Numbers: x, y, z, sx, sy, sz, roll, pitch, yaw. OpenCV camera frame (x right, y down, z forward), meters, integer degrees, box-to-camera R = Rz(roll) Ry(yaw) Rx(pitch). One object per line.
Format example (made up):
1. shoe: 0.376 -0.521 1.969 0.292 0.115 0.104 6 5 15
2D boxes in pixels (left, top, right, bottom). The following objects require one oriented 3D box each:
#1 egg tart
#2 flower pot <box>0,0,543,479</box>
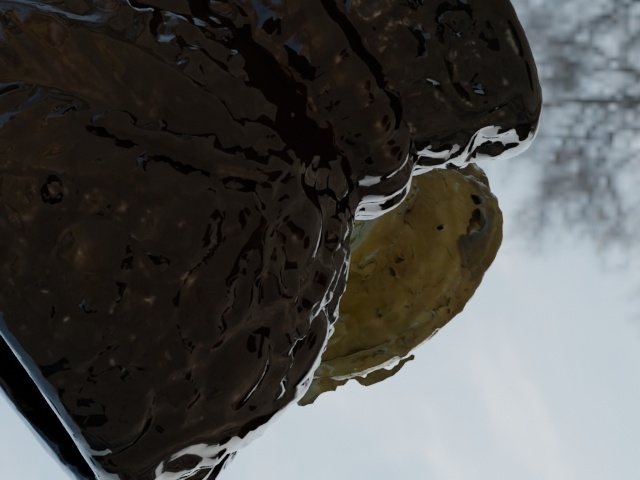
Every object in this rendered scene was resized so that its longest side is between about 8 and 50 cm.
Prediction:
1. egg tart: 0.000 0.000 1.404 0.279 0.279 0.095 -59 -43 -34
2. flower pot: -0.057 -0.044 0.859 0.267 0.266 0.266 -36 -52 -13
